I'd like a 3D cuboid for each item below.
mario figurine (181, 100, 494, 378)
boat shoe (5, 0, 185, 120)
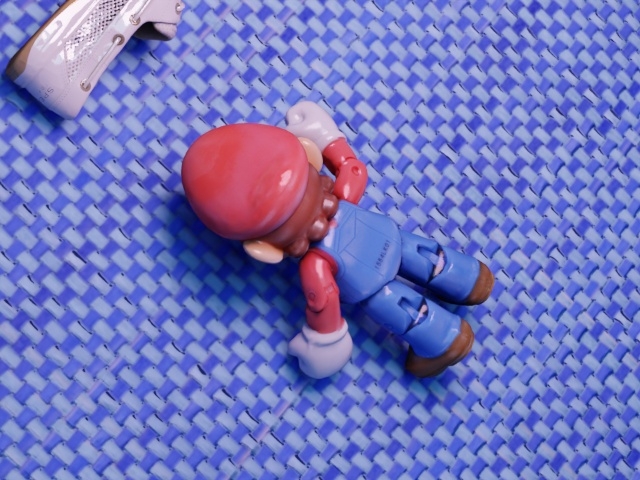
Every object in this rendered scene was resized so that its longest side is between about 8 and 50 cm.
[{"bbox_3d":[0.000,0.000,1.664,0.320,0.170,0.198,34,29,-21],"label":"mario figurine"},{"bbox_3d":[-0.173,-0.225,1.651,0.096,0.098,0.277,44,76,-11],"label":"boat shoe"}]
